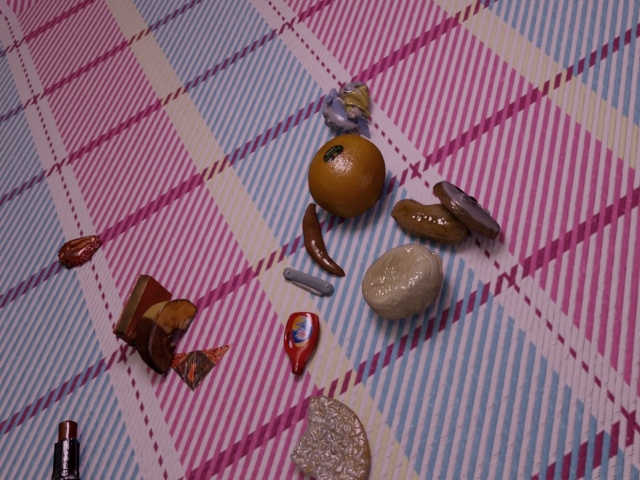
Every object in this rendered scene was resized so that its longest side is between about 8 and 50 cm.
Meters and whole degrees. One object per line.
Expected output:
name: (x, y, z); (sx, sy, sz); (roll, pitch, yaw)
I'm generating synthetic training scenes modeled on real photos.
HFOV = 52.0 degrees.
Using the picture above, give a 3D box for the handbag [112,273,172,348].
handbag: (-0.504, 0.208, 1.865); (0.063, 0.127, 0.190); (6, 61, 25)

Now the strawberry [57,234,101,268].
strawberry: (-0.787, 0.030, 2.129); (0.152, 0.048, 0.104); (-38, 58, -2)

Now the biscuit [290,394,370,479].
biscuit: (0.021, 0.489, 1.554); (0.188, 0.040, 0.265); (-23, 53, 4)

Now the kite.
kite: (-0.343, 0.353, 1.792); (0.222, 0.008, 0.125); (-11, 59, 13)

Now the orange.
orange: (0.074, -0.182, 1.853); (0.236, 0.236, 0.236); (-9, 57, 14)

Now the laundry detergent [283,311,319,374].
laundry detergent: (-0.056, 0.270, 1.714); (0.097, 0.049, 0.165); (-4, 59, 26)

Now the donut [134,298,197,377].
donut: (-0.441, 0.245, 1.819); (0.085, 0.141, 0.217); (4, 52, 33)

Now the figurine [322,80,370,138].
figurine: (0.094, -0.410, 2.049); (0.184, 0.128, 0.208); (-38, 63, -9)

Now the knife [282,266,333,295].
knife: (-0.036, 0.116, 1.820); (0.162, 0.023, 0.044); (19, 71, 28)

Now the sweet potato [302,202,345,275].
sweet potato: (-0.009, 0.005, 1.862); (0.078, 0.058, 0.255); (-14, 57, -14)

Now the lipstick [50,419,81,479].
lipstick: (-0.659, 0.614, 1.693); (0.081, 0.081, 0.299); (-18, 56, 8)

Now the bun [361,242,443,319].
bun: (0.219, 0.109, 1.665); (0.220, 0.134, 0.220); (-29, 28, 18)

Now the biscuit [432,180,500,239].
biscuit: (0.381, -0.090, 1.710); (0.049, 0.181, 0.208); (-50, 47, 20)

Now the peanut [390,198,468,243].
peanut: (0.294, -0.055, 1.769); (0.226, 0.095, 0.108); (17, 50, 32)
